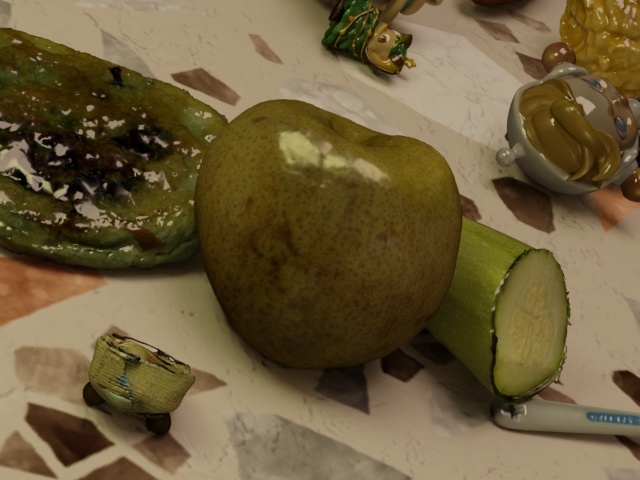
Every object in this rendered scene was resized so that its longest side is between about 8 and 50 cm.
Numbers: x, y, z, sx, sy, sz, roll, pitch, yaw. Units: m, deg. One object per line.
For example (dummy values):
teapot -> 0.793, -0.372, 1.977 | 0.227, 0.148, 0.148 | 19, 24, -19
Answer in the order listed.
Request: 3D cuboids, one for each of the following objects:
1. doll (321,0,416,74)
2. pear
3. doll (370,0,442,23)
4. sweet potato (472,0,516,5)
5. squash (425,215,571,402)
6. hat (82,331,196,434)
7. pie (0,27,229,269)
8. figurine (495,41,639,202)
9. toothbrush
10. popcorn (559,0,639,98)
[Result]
doll -> 0.051, -0.224, 1.874 | 0.113, 0.077, 0.078 | 46, 38, -23
pear -> 0.000, 0.000, 1.377 | 0.228, 0.211, 0.188 | 21, 15, 12
doll -> 0.004, -0.357, 1.930 | 0.271, 0.144, 0.208 | 16, -18, 28
sweet potato -> 0.280, -0.382, 2.204 | 0.106, 0.095, 0.354 | -8, 19, 23
squash -> 0.113, 0.014, 1.502 | 0.137, 0.137, 0.287 | -5, 34, -39
hat -> -0.140, 0.108, 1.251 | 0.077, 0.059, 0.076 | 26, -3, -20
pie -> -0.223, -0.087, 1.460 | 0.323, 0.070, 0.323 | 18, 35, -13
figurine -> 0.297, -0.128, 1.842 | 0.194, 0.133, 0.274 | 51, 27, -5
toothbrush -> 0.324, 0.176, 1.515 | 0.386, 0.040, 0.040 | 8, 37, -21
popcorn -> 0.382, -0.257, 2.058 | 0.180, 0.170, 0.180 | -7, 55, 10
